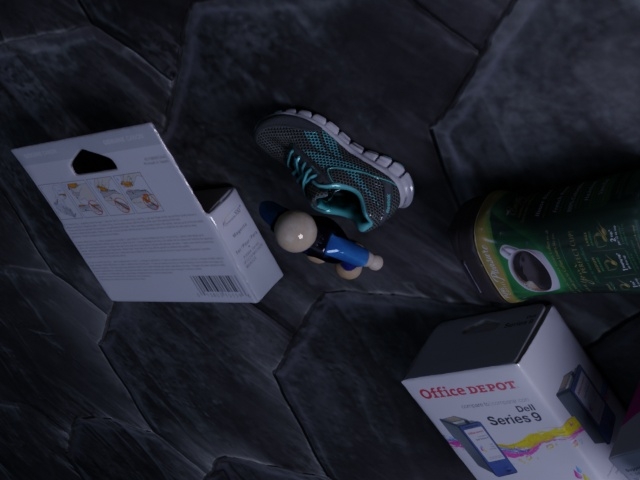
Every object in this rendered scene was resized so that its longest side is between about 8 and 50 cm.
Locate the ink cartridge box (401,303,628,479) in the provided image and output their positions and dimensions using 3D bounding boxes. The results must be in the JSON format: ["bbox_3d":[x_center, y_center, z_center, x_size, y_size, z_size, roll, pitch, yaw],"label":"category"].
[{"bbox_3d":[0.207,0.177,0.893,0.154,0.093,0.212,-19,112,47],"label":"ink cartridge box"}]

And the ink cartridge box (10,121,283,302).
[{"bbox_3d":[-0.206,-0.034,1.045,0.275,0.060,0.239,-3,124,41],"label":"ink cartridge box"}]

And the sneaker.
[{"bbox_3d":[0.002,-0.064,0.835,0.166,0.076,0.065,27,139,15],"label":"sneaker"}]

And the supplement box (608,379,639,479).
[{"bbox_3d":[0.375,0.210,0.775,0.220,0.111,0.114,43,141,-5],"label":"supplement box"}]

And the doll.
[{"bbox_3d":[0.000,0.000,0.842,0.129,0.046,0.189,27,179,16],"label":"doll"}]

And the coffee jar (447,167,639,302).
[{"bbox_3d":[0.200,0.000,0.736,0.184,0.079,0.096,-7,125,41],"label":"coffee jar"}]
